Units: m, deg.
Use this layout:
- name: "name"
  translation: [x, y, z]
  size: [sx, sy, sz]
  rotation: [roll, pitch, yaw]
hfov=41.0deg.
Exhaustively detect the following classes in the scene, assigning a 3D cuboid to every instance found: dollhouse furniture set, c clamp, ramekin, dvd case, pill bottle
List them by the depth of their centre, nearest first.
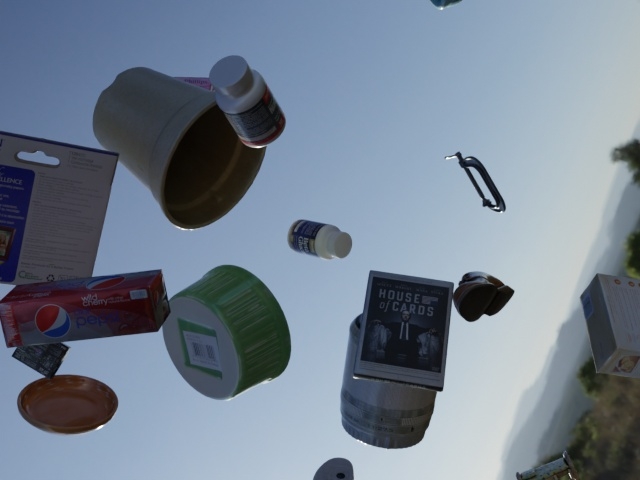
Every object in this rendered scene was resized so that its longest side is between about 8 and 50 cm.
- name: "dollhouse furniture set"
  translation: [0.413, 0.496, 1.617]
  size: [0.101, 0.182, 0.161]
  rotation: [64, -173, -1]
- name: "pill bottle"
  translation: [-0.148, -0.279, 1.706]
  size: [0.108, 0.108, 0.180]
  rotation: [-64, -31, -21]
- name: "dvd case"
  translation: [0.170, 0.178, 1.726]
  size: [0.029, 0.179, 0.239]
  rotation: [90, -171, -59]
- name: "c clamp"
  translation: [0.337, -0.125, 1.820]
  size: [0.022, 0.161, 0.137]
  rotation: [-33, 3, -13]
- name: "ramekin"
  translation: [-0.228, 0.221, 1.983]
  size: [0.148, 0.303, 0.303]
  rotation: [-28, -42, -44]
- name: "pill bottle"
  translation: [0.000, 0.000, 2.250]
  size: [0.094, 0.169, 0.094]
  rotation: [-11, -74, -42]

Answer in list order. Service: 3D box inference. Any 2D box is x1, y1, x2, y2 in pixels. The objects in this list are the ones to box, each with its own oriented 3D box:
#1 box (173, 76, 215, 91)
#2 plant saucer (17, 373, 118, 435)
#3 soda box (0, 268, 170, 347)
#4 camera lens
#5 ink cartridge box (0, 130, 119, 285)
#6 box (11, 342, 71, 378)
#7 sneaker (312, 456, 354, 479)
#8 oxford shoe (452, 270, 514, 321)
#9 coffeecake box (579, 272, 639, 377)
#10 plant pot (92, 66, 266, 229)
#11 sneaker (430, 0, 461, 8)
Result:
- name: "box"
  translation: [-0.291, -0.333, 2.298]
  size: [0.243, 0.213, 0.117]
  rotation: [126, 143, -70]
- name: "plant saucer"
  translation: [-0.517, 0.341, 1.751]
  size: [0.200, 0.200, 0.037]
  rotation: [-37, -38, -63]
- name: "soda box"
  translation: [-0.391, 0.112, 1.423]
  size: [0.092, 0.263, 0.083]
  rotation: [-78, -19, -72]
- name: "camera lens"
  translation: [0.162, 0.306, 1.956]
  size: [0.219, 0.219, 0.274]
  rotation: [-33, -47, -65]
- name: "ink cartridge box"
  translation: [-0.579, -0.059, 1.683]
  size: [0.072, 0.303, 0.307]
  rotation: [37, 114, 61]
- name: "box"
  translation: [-0.507, 0.203, 1.557]
  size: [0.067, 0.083, 0.018]
  rotation: [-60, -3, -6]
- name: "sneaker"
  translation: [0.017, 0.541, 1.689]
  size: [0.217, 0.079, 0.121]
  rotation: [-66, -21, -59]
- name: "oxford shoe"
  translation: [0.257, 0.087, 1.437]
  size: [0.076, 0.076, 0.212]
  rotation: [-53, -23, 14]
- name: "coffeecake box"
  translation: [0.504, 0.136, 1.296]
  size: [0.068, 0.185, 0.142]
  rotation: [108, 167, -47]
- name: "plant pot"
  translation: [-0.343, -0.242, 1.965]
  size: [0.334, 0.305, 0.334]
  rotation: [-41, -31, -31]
- name: "sneaker"
  translation: [0.154, -0.594, 1.638]
  size: [0.150, 0.366, 0.135]
  rotation: [-44, -5, -23]
